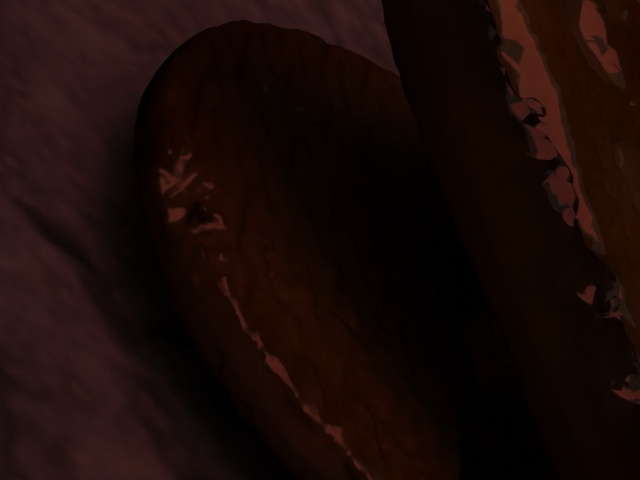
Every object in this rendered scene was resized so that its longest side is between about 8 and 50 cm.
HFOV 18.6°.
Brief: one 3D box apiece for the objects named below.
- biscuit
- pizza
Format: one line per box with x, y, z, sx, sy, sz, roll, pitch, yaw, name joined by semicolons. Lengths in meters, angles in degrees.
-0.001;0.001;0.608;0.144;0.033;0.224;37;29;-20;biscuit
0.102;0.015;0.625;0.223;0.089;0.323;-24;91;-62;pizza
